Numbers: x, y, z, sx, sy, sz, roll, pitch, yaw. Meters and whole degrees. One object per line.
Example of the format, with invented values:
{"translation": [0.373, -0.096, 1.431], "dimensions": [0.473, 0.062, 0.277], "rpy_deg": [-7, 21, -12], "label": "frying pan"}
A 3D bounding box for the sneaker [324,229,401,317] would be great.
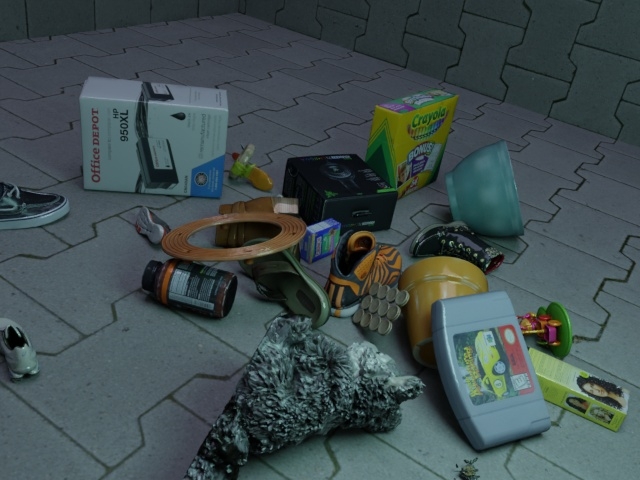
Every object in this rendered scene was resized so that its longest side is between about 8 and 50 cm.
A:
{"translation": [0.124, 0.048, 1.530], "dimensions": [0.124, 0.180, 0.321], "rpy_deg": [24, 34, 21], "label": "sneaker"}

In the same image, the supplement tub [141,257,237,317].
{"translation": [-0.291, 0.100, 1.390], "dimensions": [0.197, 0.106, 0.106], "rpy_deg": [14, 31, 6], "label": "supplement tub"}

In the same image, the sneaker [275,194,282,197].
{"translation": [-0.158, -0.081, 1.756], "dimensions": [0.057, 0.075, 0.161], "rpy_deg": [26, 34, 24], "label": "sneaker"}

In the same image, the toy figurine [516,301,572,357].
{"translation": [0.473, 0.207, 1.467], "dimensions": [0.159, 0.130, 0.173], "rpy_deg": [-3, 10, -5], "label": "toy figurine"}

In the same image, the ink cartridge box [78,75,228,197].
{"translation": [-0.472, -0.290, 1.796], "dimensions": [0.394, 0.286, 0.166], "rpy_deg": [3, 32, -12], "label": "ink cartridge box"}

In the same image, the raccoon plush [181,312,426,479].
{"translation": [-0.020, 0.339, 1.089], "dimensions": [0.299, 0.216, 0.447], "rpy_deg": [29, 63, 3], "label": "raccoon plush"}

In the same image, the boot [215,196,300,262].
{"translation": [-0.164, -0.005, 1.608], "dimensions": [0.220, 0.109, 0.284], "rpy_deg": [-3, 53, 1], "label": "boot"}

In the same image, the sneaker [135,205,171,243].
{"translation": [-0.428, -0.032, 1.630], "dimensions": [0.064, 0.061, 0.158], "rpy_deg": [19, 19, -46], "label": "sneaker"}

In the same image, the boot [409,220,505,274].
{"translation": [0.381, 0.028, 1.737], "dimensions": [0.236, 0.085, 0.178], "rpy_deg": [-15, 42, -36], "label": "boot"}

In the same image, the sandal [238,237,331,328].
{"translation": [-0.096, 0.090, 1.444], "dimensions": [0.086, 0.120, 0.302], "rpy_deg": [-7, 35, -45], "label": "sandal"}

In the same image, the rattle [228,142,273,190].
{"translation": [-0.216, -0.238, 2.005], "dimensions": [0.142, 0.130, 0.199], "rpy_deg": [16, 3, -12], "label": "rattle"}

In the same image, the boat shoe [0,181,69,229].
{"translation": [-0.784, -0.095, 1.558], "dimensions": [0.301, 0.102, 0.108], "rpy_deg": [-8, 36, -28], "label": "boat shoe"}

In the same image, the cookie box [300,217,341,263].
{"translation": [0.000, 0.000, 1.657], "dimensions": [0.107, 0.092, 0.040], "rpy_deg": [-22, 40, -41], "label": "cookie box"}

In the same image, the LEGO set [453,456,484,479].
{"translation": [0.259, 0.423, 1.119], "dimensions": [0.083, 0.024, 0.054], "rpy_deg": [-25, 42, -26], "label": "LEGO set"}

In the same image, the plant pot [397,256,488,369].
{"translation": [0.269, 0.172, 1.380], "dimensions": [0.205, 0.205, 0.188], "rpy_deg": [10, 46, 0], "label": "plant pot"}

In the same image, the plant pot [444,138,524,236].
{"translation": [0.487, -0.140, 1.895], "dimensions": [0.196, 0.293, 0.293], "rpy_deg": [-11, 27, 15], "label": "plant pot"}

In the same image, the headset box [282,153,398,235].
{"translation": [0.057, -0.133, 1.854], "dimensions": [0.246, 0.131, 0.283], "rpy_deg": [-7, 36, -26], "label": "headset box"}

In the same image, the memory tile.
{"translation": [0.134, 0.152, 1.406], "dimensions": [0.012, 0.113, 0.148], "rpy_deg": [36, -10, -26], "label": "memory tile"}

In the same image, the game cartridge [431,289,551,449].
{"translation": [0.327, 0.249, 1.240], "dimensions": [0.195, 0.060, 0.295], "rpy_deg": [-7, 71, -21], "label": "game cartridge"}

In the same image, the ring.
{"translation": [-0.197, -0.005, 1.454], "dimensions": [0.336, 0.032, 0.337], "rpy_deg": [-3, 18, 1], "label": "ring"}

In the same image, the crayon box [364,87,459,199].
{"translation": [0.289, -0.308, 2.034], "dimensions": [0.106, 0.313, 0.362], "rpy_deg": [29, 36, 28], "label": "crayon box"}

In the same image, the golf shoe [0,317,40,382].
{"translation": [-0.581, 0.182, 1.185], "dimensions": [0.069, 0.086, 0.176], "rpy_deg": [-21, 41, -38], "label": "golf shoe"}

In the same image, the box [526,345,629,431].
{"translation": [0.531, 0.313, 1.342], "dimensions": [0.232, 0.058, 0.087], "rpy_deg": [22, 33, 19], "label": "box"}
